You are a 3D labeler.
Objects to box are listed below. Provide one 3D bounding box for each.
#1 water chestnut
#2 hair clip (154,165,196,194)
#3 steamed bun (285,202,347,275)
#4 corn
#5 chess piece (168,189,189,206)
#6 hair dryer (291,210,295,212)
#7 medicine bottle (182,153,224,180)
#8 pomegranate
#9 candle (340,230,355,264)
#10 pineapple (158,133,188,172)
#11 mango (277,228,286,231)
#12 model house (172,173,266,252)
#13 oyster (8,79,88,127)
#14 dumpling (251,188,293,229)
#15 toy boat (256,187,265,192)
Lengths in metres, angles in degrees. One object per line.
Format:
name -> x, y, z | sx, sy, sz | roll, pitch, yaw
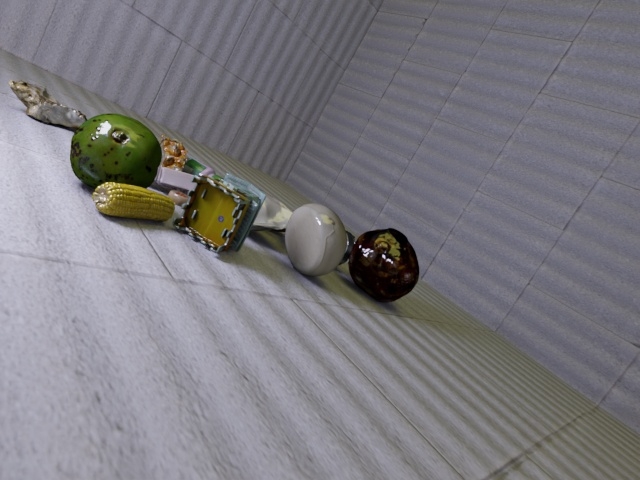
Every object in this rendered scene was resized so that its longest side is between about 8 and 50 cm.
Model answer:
water chestnut -> 0.279, 0.132, 1.840 | 0.335, 0.347, 0.335 | 11, 50, -13
hair clip -> -0.574, -0.233, 1.567 | 0.331, 0.085, 0.101 | 15, -3, -30
steamed bun -> -0.005, -0.002, 1.550 | 0.177, 0.283, 0.283 | 0, 28, -39
corn -> -0.524, -0.108, 1.147 | 0.093, 0.093, 0.244 | 34, 10, 20
chess piece -> -0.538, -0.160, 1.527 | 0.083, 0.038, 0.083 | 30, 11, -7
hair dryer -> -0.175, -0.095, 1.793 | 0.267, 0.092, 0.229 | 12, 18, -28
medicine bottle -> -0.578, -0.304, 1.847 | 0.274, 0.133, 0.133 | 31, 10, 10
pomegranate -> -0.610, -0.245, 1.208 | 0.254, 0.254, 0.270 | 29, -29, -8
candle -> 0.000, 0.000, 1.866 | 0.330, 0.187, 0.187 | 21, 14, -41
pineapple -> -0.650, -0.319, 1.680 | 0.186, 0.236, 0.114 | -14, -30, 41
mango -> -0.239, -0.115, 1.950 | 0.227, 0.109, 0.147 | 28, 10, -16
model house -> -0.316, -0.086, 1.295 | 0.198, 0.224, 0.215 | 30, 13, 14
oyster -> -1.066, -0.520, 1.598 | 0.166, 0.110, 0.341 | 38, 9, 11
dumpling -> -0.295, -0.115, 1.654 | 0.341, 0.181, 0.260 | 42, 32, 7
toy boat -> -0.331, -0.240, 2.440 | 0.291, 0.070, 0.210 | 38, 15, 26
